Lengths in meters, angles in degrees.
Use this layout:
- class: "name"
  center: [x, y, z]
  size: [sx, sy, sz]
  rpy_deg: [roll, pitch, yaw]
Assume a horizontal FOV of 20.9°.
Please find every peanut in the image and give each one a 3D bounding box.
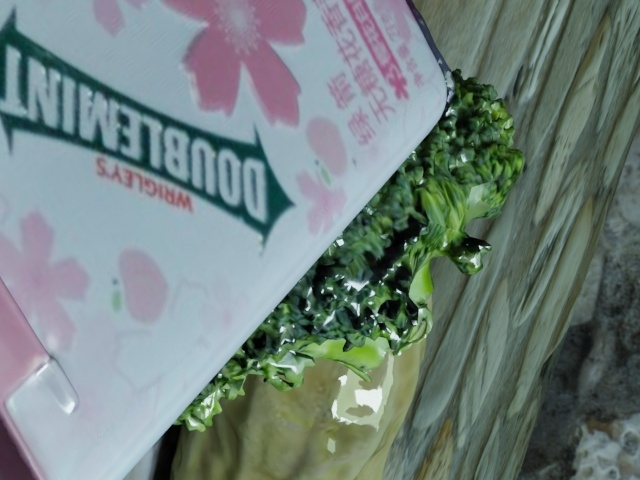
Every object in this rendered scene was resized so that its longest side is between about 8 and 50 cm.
- class: "peanut"
  center: [-0.018, 0.121, 1.116]
  size: [0.152, 0.152, 0.313]
  rpy_deg: [-26, 135, -67]

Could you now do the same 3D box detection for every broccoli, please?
- class: "broccoli"
  center: [-0.002, -0.001, 0.949]
  size: [0.176, 0.198, 0.226]
  rpy_deg: [14, 82, -41]

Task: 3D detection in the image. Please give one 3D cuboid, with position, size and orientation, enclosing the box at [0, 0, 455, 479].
- class: "box"
  center: [-0.081, -0.049, 0.693]
  size: [0.190, 0.112, 0.369]
  rpy_deg: [64, 34, -15]
